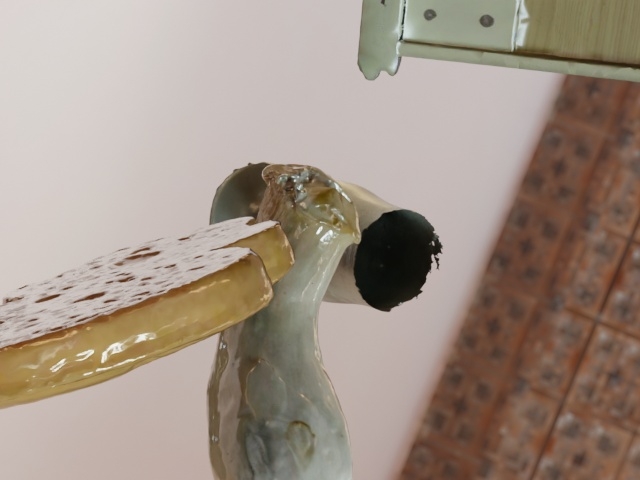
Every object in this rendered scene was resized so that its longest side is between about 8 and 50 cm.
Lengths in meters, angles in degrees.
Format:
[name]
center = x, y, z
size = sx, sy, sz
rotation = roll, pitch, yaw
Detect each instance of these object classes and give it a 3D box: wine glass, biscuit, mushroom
[wine glass]
center = 0.000, 0.000, 1.417
size = 0.103, 0.103, 0.222
rotation = 23, 177, -33
[biscuit]
center = -0.113, 0.039, 0.926
size = 0.202, 0.044, 0.288
rotation = -14, -175, 13
[mushroom]
center = -0.023, 0.061, 1.108
size = 0.092, 0.223, 0.081
rotation = -6, 161, 32

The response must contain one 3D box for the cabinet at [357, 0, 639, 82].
[cabinet]
center = 0.200, -0.249, 1.010
size = 0.318, 0.290, 0.227
rotation = 6, -154, 6
